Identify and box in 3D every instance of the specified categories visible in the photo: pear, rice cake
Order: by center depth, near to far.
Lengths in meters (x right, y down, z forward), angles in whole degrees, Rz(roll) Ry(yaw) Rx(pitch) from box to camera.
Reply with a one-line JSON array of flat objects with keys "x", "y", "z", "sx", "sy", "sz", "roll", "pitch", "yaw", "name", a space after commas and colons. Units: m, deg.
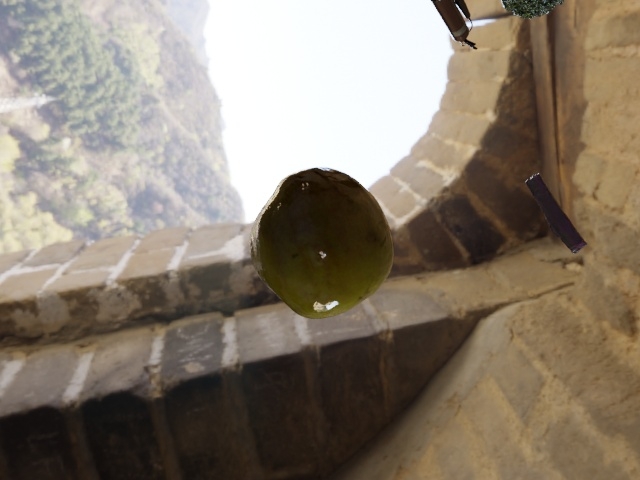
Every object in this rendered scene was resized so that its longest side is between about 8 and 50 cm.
[{"x": 0.000, "y": 0.000, "z": 0.825, "sx": 0.200, "sy": 0.199, "sz": 0.200, "roll": 172, "pitch": -90, "yaw": -82, "name": "pear"}, {"x": 0.551, "y": -0.064, "z": 1.458, "sx": 0.047, "sy": 0.036, "sz": 0.207, "roll": -36, "pitch": -105, "yaw": 33, "name": "rice cake"}]

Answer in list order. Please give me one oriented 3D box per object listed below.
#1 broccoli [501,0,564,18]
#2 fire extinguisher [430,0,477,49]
[{"x": 0.447, "y": -0.594, "z": 1.320, "sx": 0.227, "sy": 0.197, "sz": 0.176, "roll": 60, "pitch": 22, "yaw": -5, "name": "broccoli"}, {"x": 0.203, "y": -0.343, "z": 0.941, "sx": 0.173, "sy": 0.035, "sz": 0.049, "roll": 18, "pitch": 72, "yaw": -62, "name": "fire extinguisher"}]
